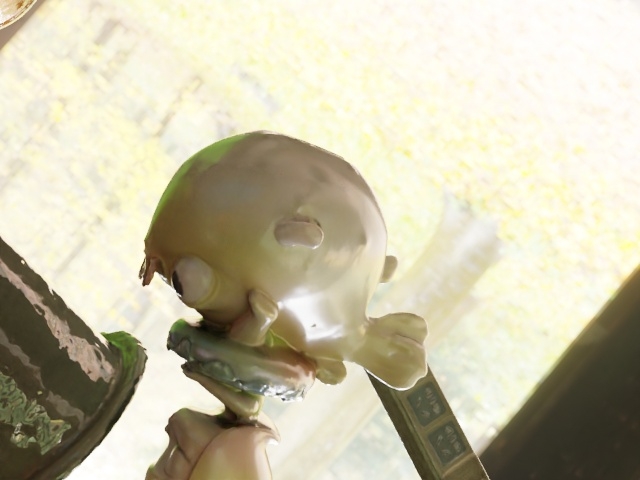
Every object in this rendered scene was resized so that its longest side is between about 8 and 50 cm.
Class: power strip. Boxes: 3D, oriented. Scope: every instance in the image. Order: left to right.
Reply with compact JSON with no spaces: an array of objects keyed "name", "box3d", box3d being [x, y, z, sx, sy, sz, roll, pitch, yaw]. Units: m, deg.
[{"name":"power strip","box3d":[0.138,0.239,1.677,0.052,0.078,0.272,-23,94,59]}]

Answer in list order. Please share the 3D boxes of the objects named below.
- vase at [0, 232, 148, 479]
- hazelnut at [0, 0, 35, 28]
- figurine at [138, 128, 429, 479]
[{"name":"vase","box3d":[-0.333,0.073,1.121,0.291,0.245,0.245,54,172,-22]},{"name":"hazelnut","box3d":[-0.369,-0.308,1.345,0.182,0.182,0.182,41,177,3]},{"name":"figurine","box3d":[-0.044,0.111,1.085,0.274,0.394,0.226,17,-178,-10]}]
